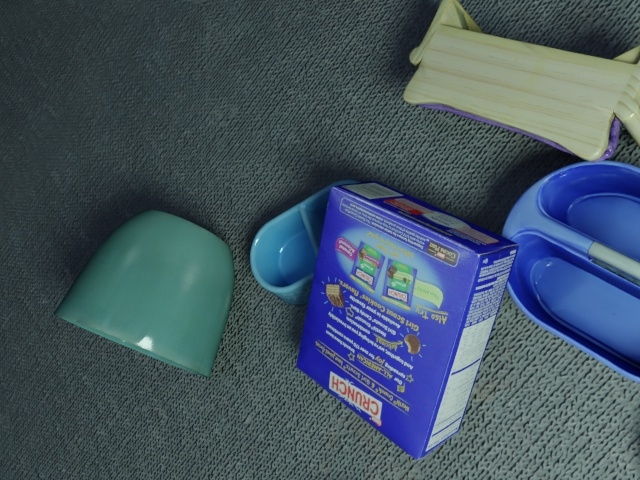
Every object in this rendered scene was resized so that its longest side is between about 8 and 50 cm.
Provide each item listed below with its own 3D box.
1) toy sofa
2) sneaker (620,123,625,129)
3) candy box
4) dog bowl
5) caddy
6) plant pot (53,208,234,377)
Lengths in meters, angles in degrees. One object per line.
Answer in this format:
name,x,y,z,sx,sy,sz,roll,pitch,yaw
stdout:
toy sofa,0.308,-0.219,0.945,0.362,0.150,0.177,29,96,40
sneaker,0.495,-0.204,0.929,0.152,0.053,0.061,-20,76,33
candy box,0.111,0.106,0.960,0.268,0.122,0.317,29,116,39
dog bowl,0.000,0.000,1.150,0.297,0.074,0.166,-29,67,22
caddy,0.407,0.041,0.851,0.341,0.179,0.241,32,97,30
plant pot,-0.290,0.086,1.186,0.292,0.293,0.235,12,70,31
